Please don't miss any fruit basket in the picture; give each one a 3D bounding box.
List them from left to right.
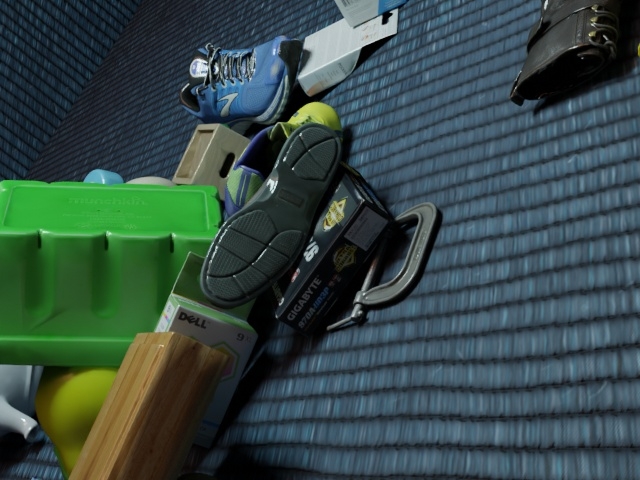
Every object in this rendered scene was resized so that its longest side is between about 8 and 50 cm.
[{"bbox_3d":[-0.281,0.127,1.591,0.392,0.392,0.283,-45,23,14],"label":"fruit basket"}]

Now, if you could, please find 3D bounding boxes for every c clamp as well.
[{"bbox_3d":[0.073,0.025,1.386,0.137,0.022,0.161,-18,39,53],"label":"c clamp"}]

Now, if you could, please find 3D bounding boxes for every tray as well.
[{"bbox_3d":[-0.234,0.296,1.275,0.411,0.076,0.203,-67,15,-12],"label":"tray"}]

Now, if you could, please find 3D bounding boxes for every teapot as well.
[{"bbox_3d":[-0.539,0.225,2.046,0.252,0.187,0.256,127,147,-67],"label":"teapot"}]

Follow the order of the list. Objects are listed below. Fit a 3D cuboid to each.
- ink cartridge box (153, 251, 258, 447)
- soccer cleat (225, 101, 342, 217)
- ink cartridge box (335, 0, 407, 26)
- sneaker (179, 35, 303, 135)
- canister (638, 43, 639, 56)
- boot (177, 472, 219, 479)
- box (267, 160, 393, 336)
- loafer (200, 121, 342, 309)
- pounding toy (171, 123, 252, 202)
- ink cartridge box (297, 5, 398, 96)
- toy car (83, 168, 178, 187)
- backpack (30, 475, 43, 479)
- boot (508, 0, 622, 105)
[{"bbox_3d":[-0.147,0.133,1.463,0.209,0.109,0.062,-66,21,3],"label":"ink cartridge box"},{"bbox_3d":[-0.038,-0.123,1.638,0.289,0.093,0.121,-53,-22,-47],"label":"soccer cleat"},{"bbox_3d":[0.051,-0.439,1.898,0.104,0.181,0.062,-22,33,19],"label":"ink cartridge box"},{"bbox_3d":[-0.144,-0.263,2.031,0.330,0.147,0.130,-25,48,57],"label":"sneaker"},{"bbox_3d":[0.368,-0.236,1.161,0.126,0.073,0.170,-35,26,35],"label":"canister"},{"bbox_3d":[-0.171,0.398,1.209,0.236,0.089,0.269,-54,18,28],"label":"boot"},{"bbox_3d":[0.000,0.000,1.495,0.175,0.051,0.220,-54,19,10],"label":"box"},{"bbox_3d":[-0.056,-0.020,1.480,0.267,0.096,0.084,-57,-3,-20],"label":"loafer"},{"bbox_3d":[-0.156,-0.135,1.996,0.141,0.100,0.130,-66,24,-6],"label":"pounding toy"},{"bbox_3d":[0.053,-0.316,1.946,0.179,0.045,0.145,-21,32,20],"label":"ink cartridge box"},{"bbox_3d":[-0.285,0.041,1.882,0.210,0.219,0.238,-33,57,37],"label":"toy car"},{"bbox_3d":[-0.347,0.400,1.493,0.173,0.117,0.158,-56,22,-3],"label":"backpack"},{"bbox_3d":[0.317,-0.275,1.318,0.263,0.091,0.229,-37,29,46],"label":"boot"}]
